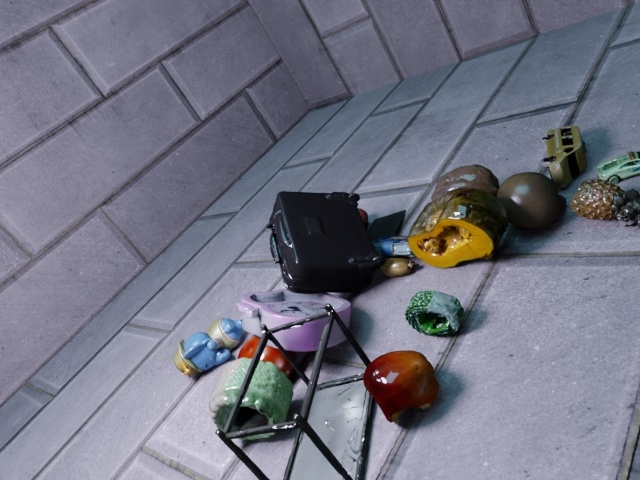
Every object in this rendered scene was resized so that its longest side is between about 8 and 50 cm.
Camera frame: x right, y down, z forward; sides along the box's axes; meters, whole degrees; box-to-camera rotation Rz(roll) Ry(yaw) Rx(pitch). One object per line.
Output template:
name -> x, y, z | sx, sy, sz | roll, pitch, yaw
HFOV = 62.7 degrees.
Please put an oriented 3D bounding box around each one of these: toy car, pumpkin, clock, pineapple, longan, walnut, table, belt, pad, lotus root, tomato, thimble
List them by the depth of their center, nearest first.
table -> -0.034, 0.380, 1.240 | 0.223, 0.272, 0.335 | -21, 28, 26
pineapple -> 0.776, -0.084, 1.339 | 0.125, 0.125, 0.251 | -42, 37, -18
belt -> 0.294, 0.196, 1.362 | 0.152, 0.121, 0.079 | -6, 34, 36
thimble -> -0.189, 0.430, 1.406 | 0.219, 0.219, 0.150 | -20, 30, 26
toy car -> 0.887, -0.222, 1.493 | 0.186, 0.058, 0.093 | -17, 28, 31
longan -> 0.615, -0.113, 1.515 | 0.205, 0.159, 0.184 | 1, 41, -14
pumpkin -> 0.407, -0.021, 1.526 | 0.317, 0.222, 0.139 | -37, 23, 58
clock -> -0.079, 0.230, 1.560 | 0.339, 0.102, 0.338 | 3, 7, 0
tomato -> -0.164, 0.358, 1.579 | 0.195, 0.136, 0.195 | -34, 29, 22
toy car -> 0.772, -0.267, 1.656 | 0.125, 0.101, 0.256 | -13, 30, 29
walnut -> 0.465, -0.131, 1.664 | 0.224, 0.224, 0.224 | -27, 26, 14
lotus root -> 0.237, 0.086, 1.692 | 0.072, 0.063, 0.152 | -11, 4, -42
pad -> 0.238, -0.050, 1.972 | 0.143, 0.003, 0.211 | -17, 22, 31

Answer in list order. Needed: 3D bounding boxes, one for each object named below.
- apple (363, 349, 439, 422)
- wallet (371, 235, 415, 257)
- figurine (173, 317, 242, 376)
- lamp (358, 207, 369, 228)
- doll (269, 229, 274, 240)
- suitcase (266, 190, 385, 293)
apple -> 0.189, 0.329, 1.229 | 0.158, 0.147, 0.156 | -34, 4, -3
wallet -> 0.266, 0.015, 1.743 | 0.141, 0.059, 0.202 | -20, 12, -38
figurine -> -0.388, 0.365, 1.826 | 0.262, 0.153, 0.180 | -37, 14, 2
lamp -> 0.143, -0.074, 2.054 | 0.107, 0.093, 0.107 | -63, 6, 12
doll -> -0.148, -0.026, 2.228 | 0.258, 0.153, 0.195 | 12, 13, 41
suitcase -> 0.000, 0.000, 1.717 | 0.188, 0.340, 0.345 | 118, 145, -45
